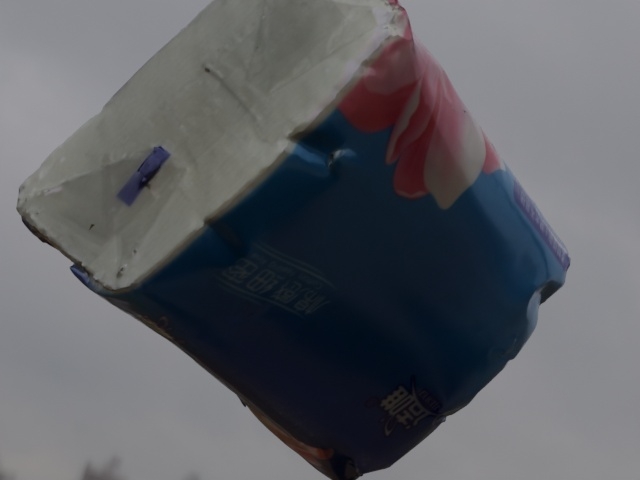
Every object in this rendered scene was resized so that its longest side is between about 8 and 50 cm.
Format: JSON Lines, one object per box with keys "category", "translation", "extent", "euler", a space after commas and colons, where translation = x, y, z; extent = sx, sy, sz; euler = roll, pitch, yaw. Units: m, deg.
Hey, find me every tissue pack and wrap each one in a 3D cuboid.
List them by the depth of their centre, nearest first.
{"category": "tissue pack", "translation": [0.000, 0.000, 0.981], "extent": [0.137, 0.209, 0.270], "euler": [48, 0, 37]}
